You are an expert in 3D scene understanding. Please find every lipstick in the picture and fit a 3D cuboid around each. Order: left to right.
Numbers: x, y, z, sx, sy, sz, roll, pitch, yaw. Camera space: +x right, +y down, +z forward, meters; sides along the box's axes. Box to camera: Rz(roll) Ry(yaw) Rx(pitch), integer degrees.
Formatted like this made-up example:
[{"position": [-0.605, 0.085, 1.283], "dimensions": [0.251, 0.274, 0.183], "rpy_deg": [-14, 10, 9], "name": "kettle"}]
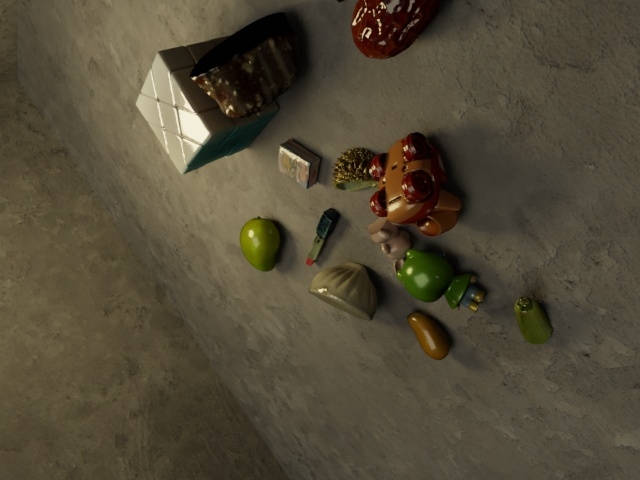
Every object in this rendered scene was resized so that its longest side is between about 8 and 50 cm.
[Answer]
[{"position": [0.000, 0.000, 1.767], "dimensions": [0.051, 0.051, 0.312], "rpy_deg": [42, 142, 16], "name": "lipstick"}]

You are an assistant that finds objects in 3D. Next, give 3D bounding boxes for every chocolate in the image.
[{"position": [-0.205, -0.510, 1.417], "dimensions": [0.225, 0.340, 0.210], "rpy_deg": [42, 168, 53], "name": "chocolate"}]

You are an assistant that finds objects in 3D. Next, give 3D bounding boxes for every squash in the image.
[{"position": [0.579, 0.201, 1.279], "dimensions": [0.090, 0.075, 0.200], "rpy_deg": [37, 164, 50], "name": "squash"}]

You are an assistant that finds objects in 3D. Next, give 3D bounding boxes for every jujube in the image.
[{"position": [0.177, -0.545, 1.092], "dimensions": [0.250, 0.174, 0.174], "rpy_deg": [-30, 93, 49], "name": "jujube"}]

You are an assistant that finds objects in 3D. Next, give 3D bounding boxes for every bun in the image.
[{"position": [0.104, 0.165, 1.697], "dimensions": [0.263, 0.175, 0.263], "rpy_deg": [26, 169, 5], "name": "bun"}]

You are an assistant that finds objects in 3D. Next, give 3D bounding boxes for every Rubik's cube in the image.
[{"position": [-0.401, -0.474, 1.636], "dimensions": [0.322, 0.316, 0.318], "rpy_deg": [-30, 93, 51], "name": "Rubik's cube"}]

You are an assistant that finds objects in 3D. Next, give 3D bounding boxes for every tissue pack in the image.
[{"position": [-0.078, -0.270, 1.641], "dimensions": [0.155, 0.065, 0.115], "rpy_deg": [35, 139, 23], "name": "tissue pack"}]

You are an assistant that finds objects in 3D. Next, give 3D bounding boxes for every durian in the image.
[{"position": [0.114, -0.214, 1.474], "dimensions": [0.252, 0.144, 0.139], "rpy_deg": [-9, 148, 42], "name": "durian"}]

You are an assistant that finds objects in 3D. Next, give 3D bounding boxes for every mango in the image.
[{"position": [-0.262, 0.017, 1.977], "dimensions": [0.185, 0.149, 0.273], "rpy_deg": [40, 144, 17], "name": "mango"}, {"position": [0.370, 0.319, 1.579], "dimensions": [0.184, 0.085, 0.102], "rpy_deg": [58, 147, 14], "name": "mango"}]

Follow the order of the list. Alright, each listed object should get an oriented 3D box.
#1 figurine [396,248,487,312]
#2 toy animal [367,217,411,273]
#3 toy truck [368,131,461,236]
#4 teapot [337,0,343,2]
[{"position": [0.365, 0.125, 1.406], "dimensions": [0.263, 0.143, 0.162], "rpy_deg": [28, 125, 15], "name": "figurine"}, {"position": [0.246, 0.014, 1.479], "dimensions": [0.124, 0.124, 0.212], "rpy_deg": [-8, 131, 49], "name": "toy animal"}, {"position": [0.276, -0.146, 1.288], "dimensions": [0.189, 0.239, 0.264], "rpy_deg": [-27, 55, 51], "name": "toy truck"}, {"position": [0.032, -0.695, 1.242], "dimensions": [0.110, 0.043, 0.043], "rpy_deg": [56, 142, 7], "name": "teapot"}]
